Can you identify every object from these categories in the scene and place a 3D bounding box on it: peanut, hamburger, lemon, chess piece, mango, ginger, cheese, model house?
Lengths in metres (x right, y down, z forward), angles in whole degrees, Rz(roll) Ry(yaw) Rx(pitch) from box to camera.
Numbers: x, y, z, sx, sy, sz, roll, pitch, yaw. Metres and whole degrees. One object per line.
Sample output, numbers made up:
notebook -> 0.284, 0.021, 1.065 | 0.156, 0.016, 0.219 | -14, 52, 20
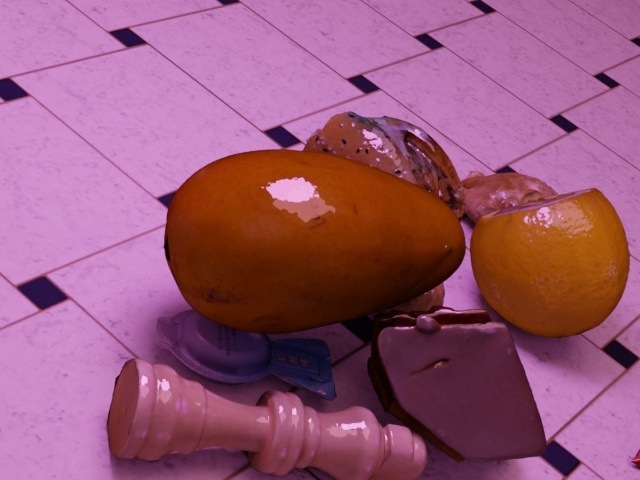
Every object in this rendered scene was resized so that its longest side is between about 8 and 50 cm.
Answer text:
peanut -> 0.117, 0.056, 1.961 | 0.159, 0.109, 0.140 | 40, 42, 26
hamburger -> 0.101, -0.101, 2.116 | 0.288, 0.192, 0.167 | 36, 44, 17
lemon -> 0.359, 0.042, 2.049 | 0.240, 0.240, 0.219 | -18, 92, -47
chess piece -> -0.051, 0.231, 1.605 | 0.397, 0.117, 0.117 | 13, 35, -23
mango -> 0.000, 0.000, 1.731 | 0.445, 0.232, 0.300 | -2, -3, -40
ginger -> 0.326, -0.067, 2.288 | 0.216, 0.102, 0.157 | -5, 17, -32
cheese -> -0.097, 0.146, 1.742 | 0.244, 0.052, 0.135 | 15, 35, -17
model house -> 0.169, 0.192, 1.762 | 0.199, 0.220, 0.229 | -8, -5, -5

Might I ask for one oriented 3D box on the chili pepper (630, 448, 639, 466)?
chili pepper -> 0.529, 0.305, 1.947 | 0.191, 0.050, 0.059 | -10, 49, -26
